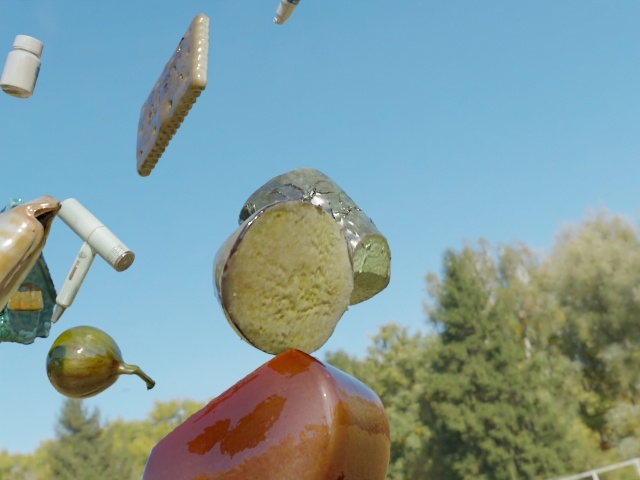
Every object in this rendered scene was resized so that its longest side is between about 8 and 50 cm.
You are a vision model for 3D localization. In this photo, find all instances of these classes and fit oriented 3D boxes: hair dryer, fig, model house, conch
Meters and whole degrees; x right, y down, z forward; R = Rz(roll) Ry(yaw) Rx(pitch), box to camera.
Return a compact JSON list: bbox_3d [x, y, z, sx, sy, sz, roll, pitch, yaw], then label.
[{"bbox_3d":[-0.404,0.046,1.516,0.183,0.155,0.044,-52,-24,5],"label":"hair dryer"},{"bbox_3d":[-0.450,0.251,1.865,0.186,0.147,0.142,7,30,26],"label":"fig"},{"bbox_3d":[-0.662,0.053,1.957,0.226,0.261,0.241,8,-65,-36],"label":"model house"},{"bbox_3d":[-0.456,0.028,1.240,0.255,0.127,0.158,-56,3,-13],"label":"conch"}]

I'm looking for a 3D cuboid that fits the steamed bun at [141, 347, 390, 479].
[{"bbox_3d":[-0.070,0.362,1.411,0.379,0.248,0.235,-38,-36,11],"label":"steamed bun"}]

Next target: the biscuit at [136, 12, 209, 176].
[{"bbox_3d":[-0.312,-0.299,1.957,0.044,0.217,0.325,18,-41,-24],"label":"biscuit"}]

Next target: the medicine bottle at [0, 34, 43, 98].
[{"bbox_3d":[-0.463,-0.270,1.466,0.052,0.089,0.052,11,-12,2],"label":"medicine bottle"}]

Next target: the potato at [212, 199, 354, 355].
[{"bbox_3d":[-0.071,0.046,1.453,0.116,0.239,0.299,25,-7,39],"label":"potato"}]

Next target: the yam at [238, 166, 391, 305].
[{"bbox_3d":[0.004,-0.003,1.840,0.202,0.271,0.201,3,-47,-47],"label":"yam"}]

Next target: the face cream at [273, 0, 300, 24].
[{"bbox_3d":[-0.050,-0.453,1.728,0.034,0.034,0.130,2,-45,-39],"label":"face cream"}]
